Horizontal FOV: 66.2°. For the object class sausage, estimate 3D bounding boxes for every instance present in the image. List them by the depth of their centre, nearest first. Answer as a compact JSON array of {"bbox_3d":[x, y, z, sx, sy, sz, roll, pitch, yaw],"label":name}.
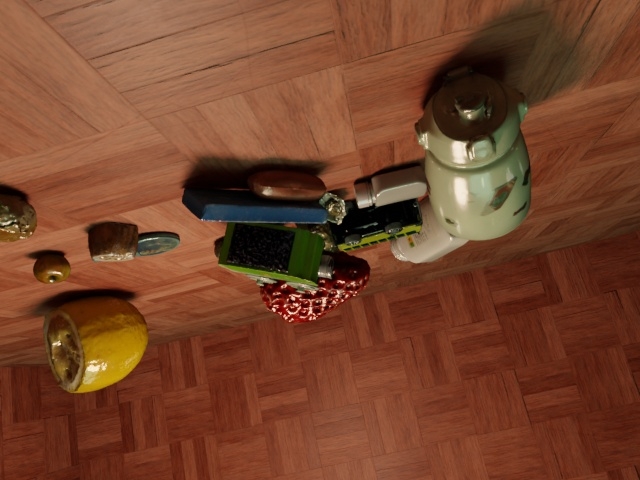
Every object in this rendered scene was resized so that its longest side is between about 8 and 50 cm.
[{"bbox_3d":[-0.074,-0.125,1.116,0.194,0.077,0.077,-2,161,-35],"label":"sausage"}]

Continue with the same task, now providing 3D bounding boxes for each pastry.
[{"bbox_3d":[-0.637,-0.041,0.954,0.153,0.081,0.153,-7,174,-1],"label":"pastry"}]

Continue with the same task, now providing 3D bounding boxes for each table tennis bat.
[{"bbox_3d":[-0.511,0.021,1.363,0.237,0.038,0.149,-10,165,-20],"label":"table tennis bat"}]

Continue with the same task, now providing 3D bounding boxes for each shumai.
[{"bbox_3d":[-0.005,-0.011,1.563,0.123,0.105,0.139,-15,140,21],"label":"shumai"}]

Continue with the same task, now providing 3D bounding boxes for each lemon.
[{"bbox_3d":[-0.808,0.368,1.815,0.363,0.365,0.364,-12,165,-3],"label":"lemon"}]

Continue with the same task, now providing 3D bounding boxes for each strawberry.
[{"bbox_3d":[-0.004,0.137,1.643,0.344,0.296,0.317,2,166,19],"label":"strawberry"}]

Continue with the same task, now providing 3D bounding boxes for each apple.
[{"bbox_3d":[-0.717,0.075,1.311,0.089,0.075,0.089,-13,163,-4],"label":"apple"}]

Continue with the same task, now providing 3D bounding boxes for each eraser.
[{"bbox_3d":[-0.145,-0.080,1.125,0.311,0.043,0.144,0,-160,-32],"label":"eraser"}]

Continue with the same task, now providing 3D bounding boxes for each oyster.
[{"bbox_3d":[0.038,-0.093,1.348,0.098,0.037,0.100,27,142,-15],"label":"oyster"}]

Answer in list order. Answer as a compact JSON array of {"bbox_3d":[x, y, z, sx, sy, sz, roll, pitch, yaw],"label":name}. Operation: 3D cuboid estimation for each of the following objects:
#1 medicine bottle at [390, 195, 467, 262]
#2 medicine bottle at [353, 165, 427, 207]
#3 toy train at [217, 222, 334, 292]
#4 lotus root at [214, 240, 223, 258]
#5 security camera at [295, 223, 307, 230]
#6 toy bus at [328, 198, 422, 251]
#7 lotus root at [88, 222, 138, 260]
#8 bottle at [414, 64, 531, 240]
[{"bbox_3d":[0.346,-0.029,1.586,0.124,0.179,0.324,-5,162,-24],"label":"medicine bottle"},{"bbox_3d":[0.182,-0.136,1.288,0.183,0.070,0.119,-14,166,2],"label":"medicine bottle"},{"bbox_3d":[-0.118,0.041,1.387,0.307,0.174,0.249,9,168,14],"label":"toy train"},{"bbox_3d":[-0.300,0.026,1.515,0.054,0.049,0.099,2,162,-17],"label":"lotus root"},{"bbox_3d":[-0.028,-0.072,1.407,0.092,0.058,0.058,-36,155,27],"label":"security camera"},{"bbox_3d":[0.166,-0.059,1.441,0.261,0.128,0.150,-15,165,14],"label":"toy bus"},{"bbox_3d":[-0.524,0.008,1.241,0.112,0.081,0.122,-14,166,34],"label":"lotus root"},{"bbox_3d":[0.292,-0.176,0.951,0.229,0.229,0.352,-16,144,14],"label":"bottle"}]
